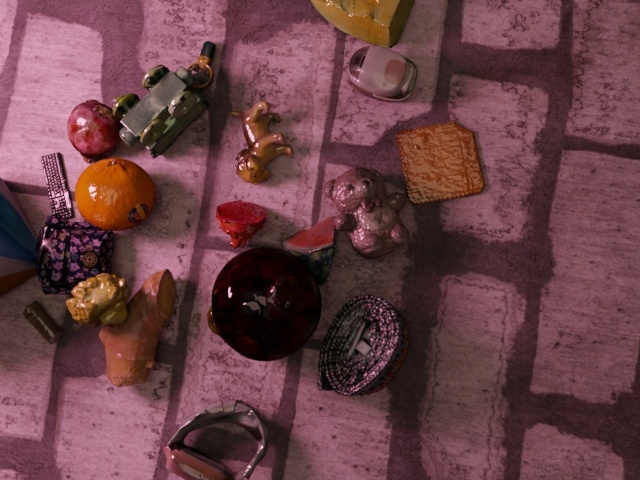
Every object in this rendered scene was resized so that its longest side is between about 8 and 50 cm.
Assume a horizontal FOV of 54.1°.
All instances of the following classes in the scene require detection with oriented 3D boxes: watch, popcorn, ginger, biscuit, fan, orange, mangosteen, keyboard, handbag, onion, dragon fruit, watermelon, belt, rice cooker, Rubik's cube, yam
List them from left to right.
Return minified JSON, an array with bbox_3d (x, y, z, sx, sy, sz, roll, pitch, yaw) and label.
[{"bbox_3d":[-1.021,0.001,1.704,0.352,0.347,0.352,-28,84,-1],"label":"Rubik's cube"},{"bbox_3d":[-0.808,0.237,1.821,0.054,0.054,0.132,-43,85,-3],"label":"yam"},{"bbox_3d":[-0.791,-0.161,1.884,0.061,0.013,0.205,-14,84,1],"label":"keyboard"},{"bbox_3d":[-0.697,0.047,1.771,0.207,0.126,0.229,9,84,-38],"label":"handbag"},{"bbox_3d":[-0.667,-0.308,1.840,0.159,0.159,0.195,35,118,5],"label":"onion"},{"bbox_3d":[-0.595,0.156,1.697,0.173,0.174,0.142,-16,57,0],"label":"popcorn"},{"bbox_3d":[-0.582,-0.131,1.780,0.219,0.193,0.219,-6,49,7],"label":"orange"},{"bbox_3d":[-0.510,0.242,1.780,0.189,0.126,0.354,27,82,15],"label":"ginger"},{"bbox_3d":[-0.353,-0.529,1.899,0.082,0.039,0.155,17,83,4],"label":"fan"},{"bbox_3d":[-0.274,0.554,1.727,0.253,0.162,0.241,26,78,4],"label":"watch"},{"bbox_3d":[-0.234,-0.041,1.818,0.152,0.153,0.111,14,117,3],"label":"dragon fruit"},{"bbox_3d":[-0.162,0.177,1.717,0.305,0.359,0.306,8,73,-28],"label":"mangosteen"},{"bbox_3d":[-0.018,0.008,1.778,0.136,0.207,0.203,13,66,-23],"label":"watermelon"},{"bbox_3d":[0.123,0.302,1.732,0.206,0.160,0.295,20,84,23],"label":"belt"},{"bbox_3d":[0.179,-0.484,1.838,0.206,0.127,0.145,20,85,0],"label":"rice cooker"},{"bbox_3d":[0.356,-0.233,1.859,0.236,0.013,0.232,-10,83,0],"label":"biscuit"}]

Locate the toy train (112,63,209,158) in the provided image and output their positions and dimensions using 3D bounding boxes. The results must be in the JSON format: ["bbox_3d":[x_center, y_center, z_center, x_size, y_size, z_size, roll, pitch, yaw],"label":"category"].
[{"bbox_3d":[-0.464,-0.377,1.813,0.159,0.188,0.272,44,89,6],"label":"toy train"}]

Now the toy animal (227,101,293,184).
[{"bbox_3d":[-0.177,-0.286,1.834,0.168,0.121,0.234,-12,80,11],"label":"toy animal"}]

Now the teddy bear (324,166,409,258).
[{"bbox_3d":[0.137,-0.083,1.782,0.235,0.151,0.267,-16,86,-21],"label":"teddy bear"}]

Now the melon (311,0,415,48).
[{"bbox_3d":[0.105,-0.712,1.867,0.323,0.124,0.196,22,84,10],"label":"melon"}]
